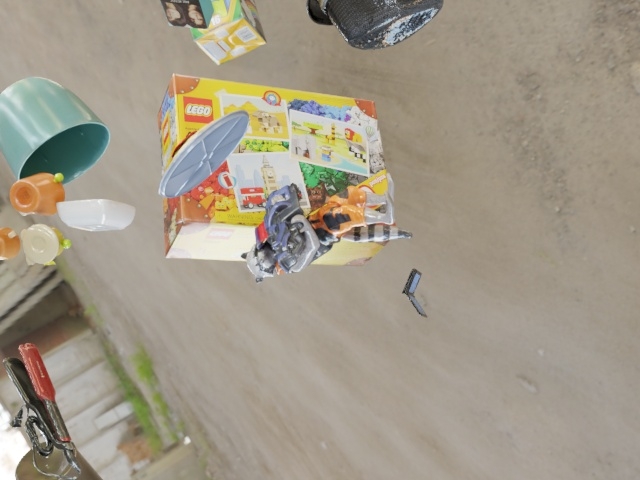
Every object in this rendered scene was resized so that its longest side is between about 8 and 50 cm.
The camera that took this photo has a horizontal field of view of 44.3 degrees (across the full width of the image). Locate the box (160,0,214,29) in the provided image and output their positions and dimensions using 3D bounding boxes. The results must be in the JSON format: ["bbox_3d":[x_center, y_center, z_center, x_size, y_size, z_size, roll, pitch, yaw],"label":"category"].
[{"bbox_3d":[-0.315,-0.577,1.752,0.100,0.060,0.244,8,156,9],"label":"box"}]

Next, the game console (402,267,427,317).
[{"bbox_3d":[0.262,0.139,2.068,0.071,0.107,0.122,22,178,17],"label":"game console"}]

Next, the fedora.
[{"bbox_3d":[0.143,-0.516,1.698,0.334,0.334,0.152,130,120,-67],"label":"fedora"}]

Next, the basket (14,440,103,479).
[{"bbox_3d":[-0.544,0.545,1.664,0.154,0.204,0.227,37,147,47],"label":"basket"}]

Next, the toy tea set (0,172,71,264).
[{"bbox_3d":[-0.702,-0.044,1.754,0.124,0.336,0.200,-28,-66,-75],"label":"toy tea set"}]

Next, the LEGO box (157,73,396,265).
[{"bbox_3d":[-0.108,-0.152,1.825,0.193,0.500,0.372,133,135,-56],"label":"LEGO box"}]

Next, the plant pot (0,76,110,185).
[{"bbox_3d":[-0.789,-0.322,2.243,0.235,0.293,0.293,52,157,12],"label":"plant pot"}]

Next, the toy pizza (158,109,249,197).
[{"bbox_3d":[-0.199,-0.150,1.315,0.032,0.201,0.201,45,157,6],"label":"toy pizza"}]

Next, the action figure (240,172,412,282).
[{"bbox_3d":[0.000,0.000,1.535,0.178,0.330,0.341,61,-167,-25],"label":"action figure"}]

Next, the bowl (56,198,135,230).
[{"bbox_3d":[-0.496,-0.054,1.740,0.142,0.142,0.053,23,-114,-69],"label":"bowl"}]

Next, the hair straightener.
[{"bbox_3d":[-0.452,0.285,1.265,0.230,0.089,0.047,58,-163,12],"label":"hair straightener"}]

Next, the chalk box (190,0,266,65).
[{"bbox_3d":[-0.308,-0.723,2.402,0.180,0.179,0.289,35,-145,-66],"label":"chalk box"}]
